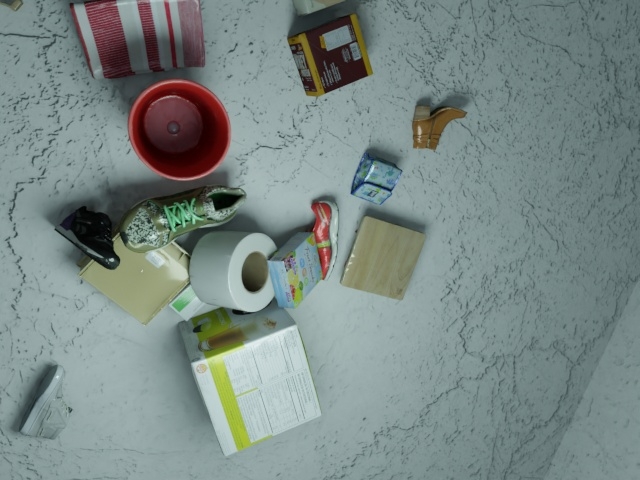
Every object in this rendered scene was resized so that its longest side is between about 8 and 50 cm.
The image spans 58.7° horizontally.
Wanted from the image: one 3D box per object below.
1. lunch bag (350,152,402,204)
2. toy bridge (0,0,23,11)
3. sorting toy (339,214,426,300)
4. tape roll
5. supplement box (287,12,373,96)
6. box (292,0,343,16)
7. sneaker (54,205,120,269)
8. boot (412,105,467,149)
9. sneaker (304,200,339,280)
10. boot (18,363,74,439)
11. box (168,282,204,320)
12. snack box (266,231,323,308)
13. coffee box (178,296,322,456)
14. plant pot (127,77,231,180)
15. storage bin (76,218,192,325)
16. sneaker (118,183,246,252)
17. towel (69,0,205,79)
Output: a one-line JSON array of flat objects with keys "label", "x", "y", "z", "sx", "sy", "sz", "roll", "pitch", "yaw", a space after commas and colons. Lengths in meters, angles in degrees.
[{"label": "lunch bag", "x": 0.187, "y": -0.204, "z": 1.956, "sx": 0.129, "sy": 0.096, "sz": 0.151, "roll": 17, "pitch": 112, "yaw": -25}, {"label": "toy bridge", "x": -0.877, "y": -0.668, "z": 1.481, "sx": 0.188, "sy": 0.026, "sz": 0.063, "roll": 41, "pitch": 90, "yaw": -24}, {"label": "sorting toy", "x": 0.211, "y": 0.056, "z": 2.034, "sx": 0.255, "sy": 0.089, "sz": 0.257, "roll": 16, "pitch": 99, "yaw": -22}, {"label": "tape roll", "x": -0.262, "y": 0.091, "z": 1.774, "sx": 0.246, "sy": 0.169, "sz": 0.246, "roll": -10, "pitch": 103, "yaw": -54}, {"label": "supplement box", "x": 0.029, "y": -0.573, "z": 1.773, "sx": 0.194, "sy": 0.129, "sz": 0.191, "roll": -25, "pitch": 112, "yaw": -12}, {"label": "box", "x": 0.060, "y": -0.800, "z": 1.726, "sx": 0.311, "sy": 0.121, "sz": 0.148, "roll": -26, "pitch": 112, "yaw": -12}, {"label": "sneaker", "x": -0.639, "y": -0.022, "z": 1.612, "sx": 0.124, "sy": 0.283, "sz": 0.107, "roll": -52, "pitch": 144, "yaw": -14}, {"label": "boot", "x": 0.413, "y": -0.392, "z": 1.994, "sx": 0.197, "sy": 0.073, "sz": 0.152, "roll": 0, "pitch": 104, "yaw": -7}, {"label": "sneaker", "x": 0.000, "y": 0.000, "z": 1.955, "sx": 0.118, "sy": 0.107, "sz": 0.279, "roll": 2, "pitch": 102, "yaw": -1}, {"label": "boot", "x": -0.834, "y": 0.512, "z": 1.796, "sx": 0.123, "sy": 0.095, "sz": 0.258, "roll": 27, "pitch": 103, "yaw": -30}, {"label": "box", "x": -0.431, "y": 0.184, "z": 1.833, "sx": 0.101, "sy": 0.102, "sz": 0.087, "roll": -44, "pitch": 116, "yaw": -5}, {"label": "snack box", "x": -0.077, "y": 0.092, "z": 1.840, "sx": 0.207, "sy": 0.070, "sz": 0.174, "roll": -47, "pitch": 132, "yaw": -52}, {"label": "coffee box", "x": -0.230, "y": 0.408, "z": 1.838, "sx": 0.334, "sy": 0.337, "sz": 0.338, "roll": -19, "pitch": 109, "yaw": -15}, {"label": "plant pot", "x": -0.409, "y": -0.321, "z": 1.625, "sx": 0.275, "sy": 0.243, "sz": 0.275, "roll": -5, "pitch": 106, "yaw": -19}, {"label": "storage bin", "x": -0.554, "y": 0.079, "z": 1.751, "sx": 0.260, "sy": 0.123, "sz": 0.262, "roll": -46, "pitch": 114, "yaw": -3}, {"label": "sneaker", "x": -0.387, "y": -0.090, "z": 1.662, "sx": 0.410, "sy": 0.182, "sz": 0.158, "roll": -28, "pitch": 97, "yaw": -39}, {"label": "towel", "x": -0.486, "y": -0.560, "z": 1.566, "sx": 0.329, "sy": 0.037, "sz": 0.237, "roll": -12, "pitch": 147, "yaw": -13}]
